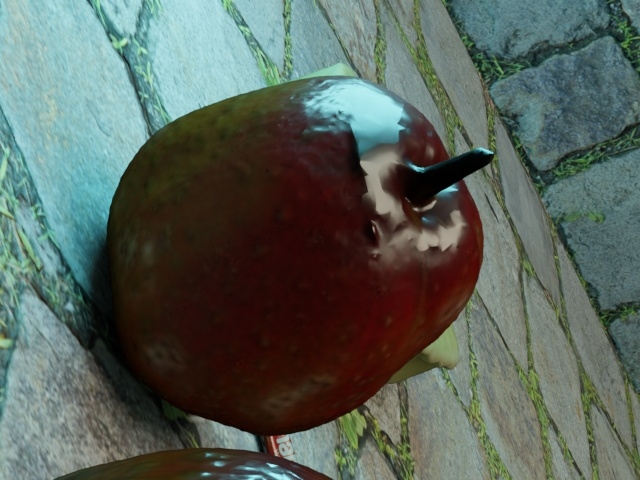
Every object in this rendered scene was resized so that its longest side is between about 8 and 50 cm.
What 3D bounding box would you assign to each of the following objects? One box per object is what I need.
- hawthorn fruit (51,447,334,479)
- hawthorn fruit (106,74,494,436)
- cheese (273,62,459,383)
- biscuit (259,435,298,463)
[{"bbox_3d":[-0.058,0.274,0.834,0.403,0.403,0.403,-19,90,-73],"label":"hawthorn fruit"},{"bbox_3d":[0.000,0.000,1.390,0.285,0.369,0.284,25,54,-41],"label":"hawthorn fruit"},{"bbox_3d":[0.048,0.022,1.965,0.384,0.104,0.384,57,22,-37],"label":"cheese"},{"bbox_3d":[-0.024,0.259,1.625,0.048,0.026,0.292,-7,78,-53],"label":"biscuit"}]
